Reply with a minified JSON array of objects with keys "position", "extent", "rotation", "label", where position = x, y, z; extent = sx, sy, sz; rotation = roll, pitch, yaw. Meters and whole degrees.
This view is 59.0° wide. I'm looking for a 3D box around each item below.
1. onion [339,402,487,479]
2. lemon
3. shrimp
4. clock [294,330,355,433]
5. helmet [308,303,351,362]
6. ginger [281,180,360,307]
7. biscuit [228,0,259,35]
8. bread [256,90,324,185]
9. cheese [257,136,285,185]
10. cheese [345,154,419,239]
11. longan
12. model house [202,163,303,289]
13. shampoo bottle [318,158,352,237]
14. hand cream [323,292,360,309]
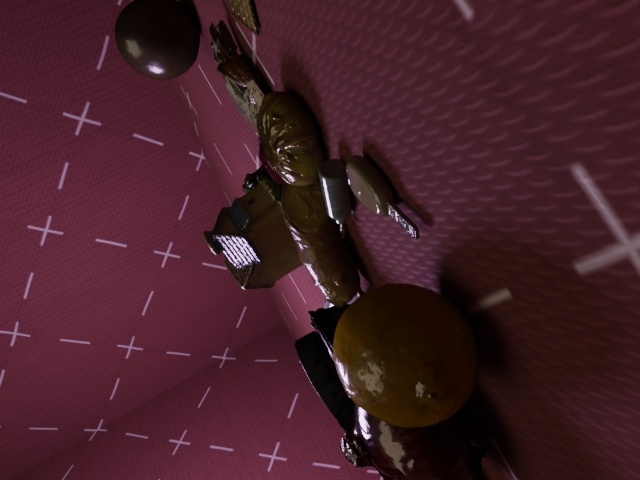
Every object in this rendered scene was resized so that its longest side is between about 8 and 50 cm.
[{"position":[0.166,0.387,1.149],"extent":[0.347,0.286,0.347],"rotation":[60,-171,-15],"label":"onion"},{"position":[0.138,0.186,0.937],"extent":[0.263,0.236,0.235],"rotation":[31,150,44],"label":"lemon"},{"position":[-0.179,-0.381,1.369],"extent":[0.168,0.077,0.317],"rotation":[12,135,62],"label":"shrimp"},{"position":[0.043,0.394,1.559],"extent":[0.318,0.066,0.319],"rotation":[57,-178,-3],"label":"clock"},{"position":[0.088,0.257,1.457],"extent":[0.230,0.161,0.278],"rotation":[57,172,46],"label":"helmet"},{"position":[0.000,0.000,1.360],"extent":[0.190,0.126,0.353],"rotation":[-119,9,-65],"label":"ginger"},{"position":[-0.176,-0.533,1.114],"extent":[0.139,0.016,0.231],"rotation":[51,165,38],"label":"biscuit"},{"position":[-0.072,-0.214,1.209],"extent":[0.213,0.105,0.213],"rotation":[60,171,17],"label":"bread"},{"position":[-0.089,-0.173,1.471],"extent":[0.244,0.062,0.155],"rotation":[52,169,13],"label":"cheese"},{"position":[0.106,-0.065,0.949],"extent":[0.192,0.037,0.097],"rotation":[52,166,40],"label":"cheese"},{"position":[-0.489,-0.609,1.693],"extent":[0.258,0.258,0.258],"rotation":[57,167,20],"label":"longan"},{"position":[-0.196,-0.030,1.672],"extent":[0.261,0.266,0.321],"rotation":[48,170,41],"label":"model house"},{"position":[0.035,-0.082,1.167],"extent":[0.056,0.056,0.195],"rotation":[53,165,35],"label":"shampoo bottle"},{"position":[0.057,0.157,1.613],"extent":[0.133,0.083,0.247],"rotation":[55,156,23],"label":"hand cream"}]
